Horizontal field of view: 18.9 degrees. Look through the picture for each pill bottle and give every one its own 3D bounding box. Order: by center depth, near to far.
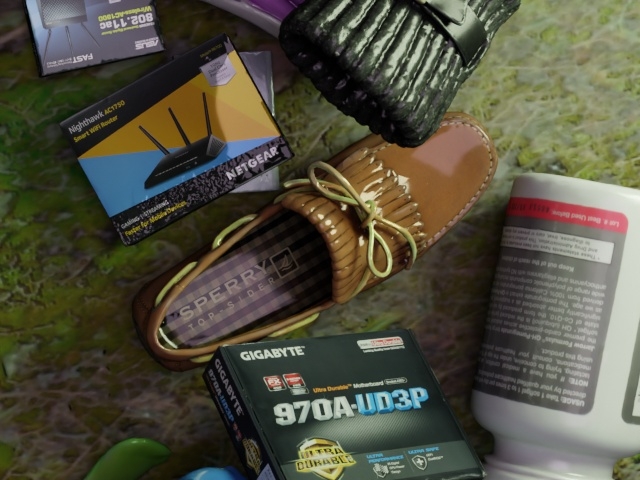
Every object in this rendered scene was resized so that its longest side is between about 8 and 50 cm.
[{"bbox_3d":[0.240,0.105,1.822,0.176,0.176,0.318,11,89,-11],"label":"pill bottle"}]

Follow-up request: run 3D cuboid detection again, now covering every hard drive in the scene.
[{"bbox_3d":[-0.090,-0.112,1.832,0.094,0.022,0.135,-4,92,-10],"label":"hard drive"}]

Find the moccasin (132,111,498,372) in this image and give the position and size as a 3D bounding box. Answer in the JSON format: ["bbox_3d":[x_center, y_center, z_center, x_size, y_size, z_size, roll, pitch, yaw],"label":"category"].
[{"bbox_3d":[-0.001,-0.003,1.788,0.380,0.147,0.139,-25,96,-9],"label":"moccasin"}]

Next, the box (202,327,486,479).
[{"bbox_3d":[0.022,0.170,1.760,0.220,0.051,0.175,-3,52,-35],"label":"box"}]

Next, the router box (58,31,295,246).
[{"bbox_3d":[-0.133,-0.093,1.790,0.179,0.046,0.133,-29,91,4],"label":"router box"}]

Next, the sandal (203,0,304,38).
[{"bbox_3d":[-0.084,-0.294,1.767,0.416,0.102,0.169,22,76,-18],"label":"sandal"}]

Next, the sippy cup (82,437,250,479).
[{"bbox_3d":[-0.128,0.324,1.695,0.224,0.240,0.305,-40,83,21],"label":"sippy cup"}]

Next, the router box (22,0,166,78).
[{"bbox_3d":[-0.213,-0.209,1.798,0.122,0.038,0.092,-13,94,-10],"label":"router box"}]

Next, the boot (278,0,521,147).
[{"bbox_3d":[0.035,-0.279,1.718,0.348,0.131,0.260,42,82,-2],"label":"boot"}]
